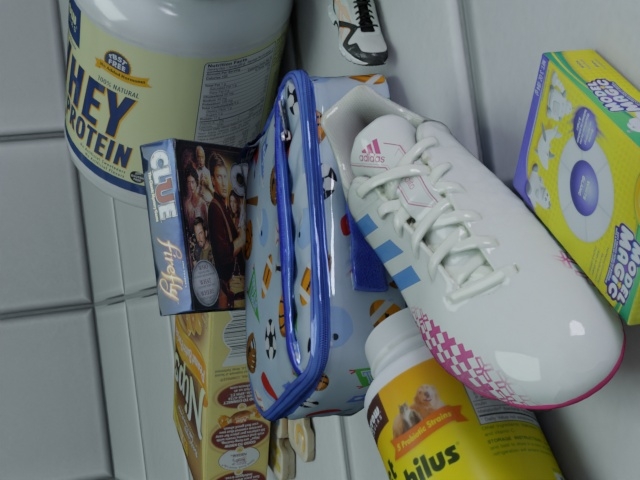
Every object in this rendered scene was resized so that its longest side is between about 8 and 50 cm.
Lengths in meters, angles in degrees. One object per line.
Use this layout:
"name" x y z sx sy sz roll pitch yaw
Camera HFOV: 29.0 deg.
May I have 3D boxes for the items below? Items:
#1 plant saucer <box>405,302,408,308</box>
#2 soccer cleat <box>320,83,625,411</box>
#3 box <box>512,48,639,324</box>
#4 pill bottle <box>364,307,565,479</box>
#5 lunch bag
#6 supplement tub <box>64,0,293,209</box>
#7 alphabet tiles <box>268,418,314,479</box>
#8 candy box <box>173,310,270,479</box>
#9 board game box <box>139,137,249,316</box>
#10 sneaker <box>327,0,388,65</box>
"plant saucer" 0.080 0.079 1.092 0.119 0.021 0.119 174 90 -70
"soccer cleat" 0.082 -0.006 0.854 0.143 0.116 0.331 51 -179 -32
"box" 0.181 -0.029 0.747 0.179 0.043 0.105 -123 32 -49
"pill bottle" 0.104 0.154 0.903 0.117 0.117 0.215 106 151 -47
"lunch bag" 0.000 0.000 1.112 0.243 0.115 0.303 123 145 -65
"supplement tub" -0.157 -0.217 1.347 0.325 0.235 0.235 104 153 -45
"alphabet tiles" -0.063 0.143 1.520 0.278 0.021 0.284 -141 48 -63
"candy box" -0.122 0.148 1.521 0.183 0.087 0.316 -120 30 -53
"board game box" -0.085 -0.011 1.253 0.042 0.243 0.165 -11 85 28
"sneaker" 0.033 -0.198 1.111 0.044 0.040 0.109 106 150 -42
